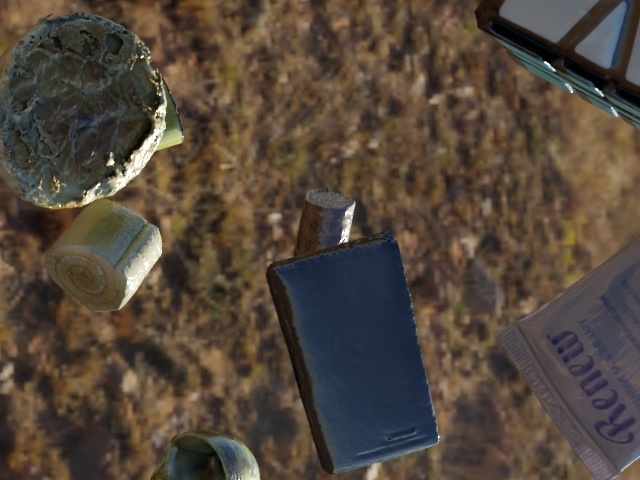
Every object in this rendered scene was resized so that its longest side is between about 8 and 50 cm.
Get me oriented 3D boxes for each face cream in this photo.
[{"bbox_3d":[0.435,0.094,1.569,0.235,0.420,0.137,55,27,13],"label":"face cream"}]

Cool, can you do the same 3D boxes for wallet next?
[{"bbox_3d":[0.034,0.113,1.217,0.025,0.124,0.244,-107,-177,-61],"label":"wallet"}]

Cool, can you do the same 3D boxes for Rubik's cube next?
[{"bbox_3d":[0.389,-0.298,1.540,0.294,0.288,0.283,-62,163,5],"label":"Rubik's cube"}]

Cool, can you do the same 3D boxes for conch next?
[{"bbox_3d":[-0.172,0.348,1.881,0.124,0.181,0.187,-35,119,-58],"label":"conch"}]

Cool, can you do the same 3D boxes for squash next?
[{"bbox_3d":[-0.315,-0.183,2.012,0.186,0.123,0.123,-19,110,-23],"label":"squash"}]

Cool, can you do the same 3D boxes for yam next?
[{"bbox_3d":[0.002,0.000,1.826,0.079,0.079,0.141,-50,153,-60],"label":"yam"}]

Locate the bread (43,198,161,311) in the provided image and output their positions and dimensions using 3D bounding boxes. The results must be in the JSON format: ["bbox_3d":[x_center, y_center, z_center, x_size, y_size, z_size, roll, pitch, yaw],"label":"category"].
[{"bbox_3d":[-0.347,0.026,2.061,0.134,0.148,0.141,-67,176,38],"label":"bread"}]

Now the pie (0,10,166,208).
[{"bbox_3d":[-0.322,-0.168,1.712,0.274,0.055,0.274,-11,108,-38],"label":"pie"}]
